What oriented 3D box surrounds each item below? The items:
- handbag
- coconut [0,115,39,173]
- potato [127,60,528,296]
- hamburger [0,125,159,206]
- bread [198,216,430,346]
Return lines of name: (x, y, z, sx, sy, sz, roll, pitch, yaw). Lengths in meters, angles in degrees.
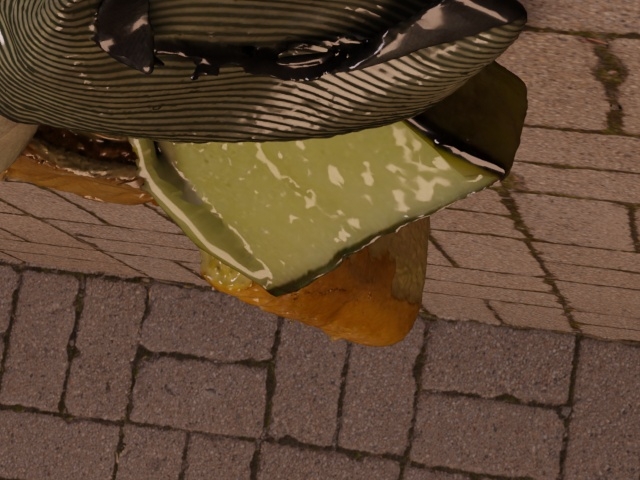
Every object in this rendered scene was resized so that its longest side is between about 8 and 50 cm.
handbag: (-0.037, -0.189, 0.863, 0.340, 0.247, 0.240, 0, 176, -18)
coconut: (-0.382, -0.151, 1.525, 0.234, 0.224, 0.224, 10, 171, 11)
potato: (-0.013, -0.142, 1.364, 0.280, 0.213, 0.330, 40, 137, -19)
hamburger: (-0.296, -0.130, 1.778, 0.283, 0.144, 0.259, 9, 175, -24)
bread: (0.000, 0.000, 1.953, 0.165, 0.236, 0.375, 6, 170, 32)
